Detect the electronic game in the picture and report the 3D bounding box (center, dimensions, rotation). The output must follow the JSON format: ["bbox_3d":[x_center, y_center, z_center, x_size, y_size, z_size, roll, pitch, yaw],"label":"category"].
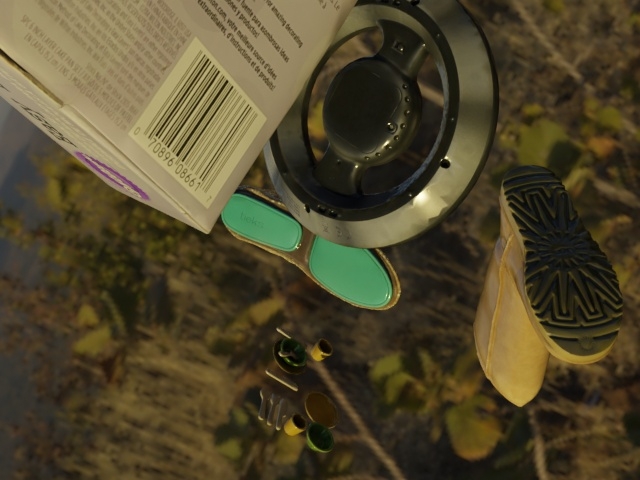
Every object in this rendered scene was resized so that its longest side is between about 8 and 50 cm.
[{"bbox_3d":[0.044,-0.107,1.094,0.229,0.048,0.229,-4,84,35],"label":"electronic game"}]

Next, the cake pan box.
[{"bbox_3d":[-0.051,-0.163,0.435,0.070,0.267,0.246,26,79,37],"label":"cake pan box"}]

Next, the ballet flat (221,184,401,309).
[{"bbox_3d":[0.000,0.000,1.284,0.067,0.206,0.073,-17,-46,-61],"label":"ballet flat"}]

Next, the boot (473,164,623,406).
[{"bbox_3d":[0.224,0.088,1.351,0.269,0.089,0.236,92,172,-51],"label":"boot"}]

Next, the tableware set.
[{"bbox_3d":[-0.015,0.167,1.508,0.024,0.104,0.154,-44,22,35],"label":"tableware set"}]
